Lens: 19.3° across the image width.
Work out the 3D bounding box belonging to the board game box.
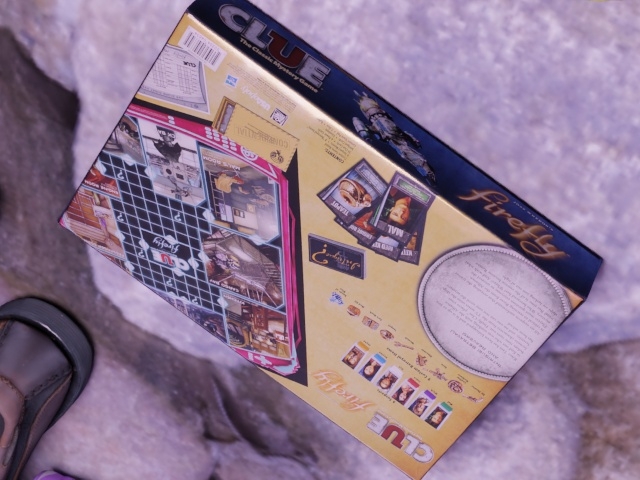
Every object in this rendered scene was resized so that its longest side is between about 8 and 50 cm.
[{"bbox_3d":[0.000,0.000,0.982,0.243,0.042,0.165,36,127,-1],"label":"board game box"}]

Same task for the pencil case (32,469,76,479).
[{"bbox_3d":[-0.100,0.213,1.131,0.206,0.088,0.086,22,124,11],"label":"pencil case"}]

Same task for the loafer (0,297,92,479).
[{"bbox_3d":[-0.228,0.141,1.142,0.096,0.084,0.267,35,127,0],"label":"loafer"}]
